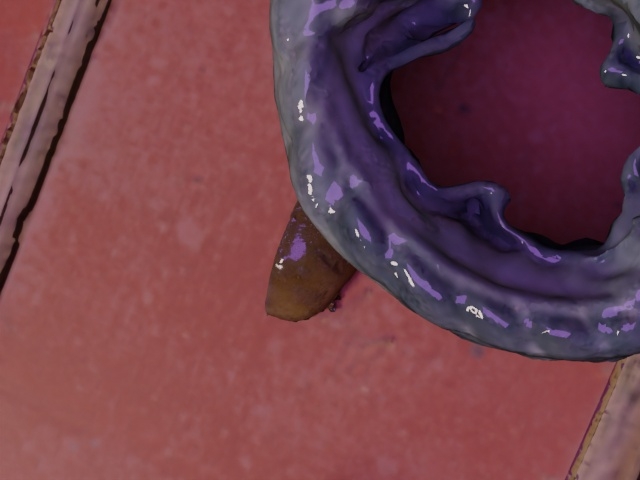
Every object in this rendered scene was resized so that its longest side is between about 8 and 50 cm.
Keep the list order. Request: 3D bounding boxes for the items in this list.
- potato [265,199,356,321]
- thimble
[{"bbox_3d":[0.001,0.001,0.923,0.037,0.036,0.093,22,99,14],"label":"potato"},{"bbox_3d":[0.087,-0.063,0.833,0.205,0.172,0.250,-45,87,9],"label":"thimble"}]
